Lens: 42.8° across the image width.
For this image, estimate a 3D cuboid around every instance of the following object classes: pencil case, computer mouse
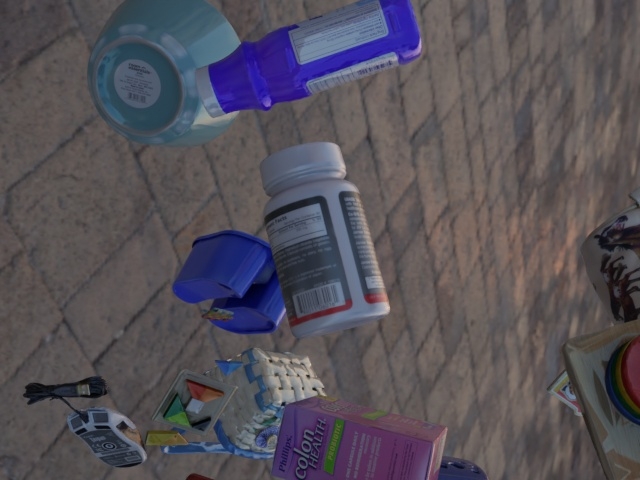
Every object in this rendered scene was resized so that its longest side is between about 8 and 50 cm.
[{"bbox_3d":[0.501,0.130,1.098,0.183,0.159,0.410,109,-37,-62],"label":"pencil case"},{"bbox_3d":[-0.289,0.233,1.060,0.042,0.106,0.193,-90,161,-45],"label":"computer mouse"}]

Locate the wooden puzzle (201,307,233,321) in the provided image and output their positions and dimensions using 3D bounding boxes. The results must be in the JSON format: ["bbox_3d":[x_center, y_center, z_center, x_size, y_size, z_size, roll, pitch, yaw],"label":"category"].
[{"bbox_3d":[-0.218,0.158,1.736,0.083,0.049,0.006,17,55,-38],"label":"wooden puzzle"}]

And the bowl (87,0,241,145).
[{"bbox_3d":[-0.306,-0.301,1.525,0.163,0.311,0.312,-62,151,-63],"label":"bowl"}]

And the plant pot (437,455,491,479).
[{"bbox_3d":[0.225,0.554,1.615,0.212,0.235,0.236,161,-60,-73],"label":"plant pot"}]

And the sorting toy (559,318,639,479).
[{"bbox_3d":[0.398,0.178,0.770,0.089,0.255,0.257,84,-10,-71],"label":"sorting toy"}]

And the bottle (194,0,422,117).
[{"bbox_3d":[-0.016,-0.229,1.029,0.118,0.282,0.092,-50,122,-80],"label":"bottle"}]

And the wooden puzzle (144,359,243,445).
[{"bbox_3d":[-0.130,0.170,0.845,0.078,0.014,0.116,16,109,-30],"label":"wooden puzzle"}]

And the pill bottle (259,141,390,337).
[{"bbox_3d":[0.000,0.000,1.296,0.161,0.161,0.283,6,67,-61],"label":"pill bottle"}]

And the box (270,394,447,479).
[{"bbox_3d":[0.071,0.345,1.348,0.213,0.242,0.117,23,78,-74],"label":"box"}]

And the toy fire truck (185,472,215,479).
[{"bbox_3d":[-0.152,0.439,1.008,0.302,0.169,0.254,76,30,-61],"label":"toy fire truck"}]

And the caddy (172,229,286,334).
[{"bbox_3d":[-0.185,0.086,1.907,0.241,0.341,0.179,41,62,-25],"label":"caddy"}]

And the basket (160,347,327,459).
[{"bbox_3d":[-0.151,0.349,1.637,0.254,0.289,0.201,13,46,-48],"label":"basket"}]

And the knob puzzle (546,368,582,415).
[{"bbox_3d":[0.626,0.320,1.791,0.030,0.213,0.213,-91,177,-66],"label":"knob puzzle"}]
